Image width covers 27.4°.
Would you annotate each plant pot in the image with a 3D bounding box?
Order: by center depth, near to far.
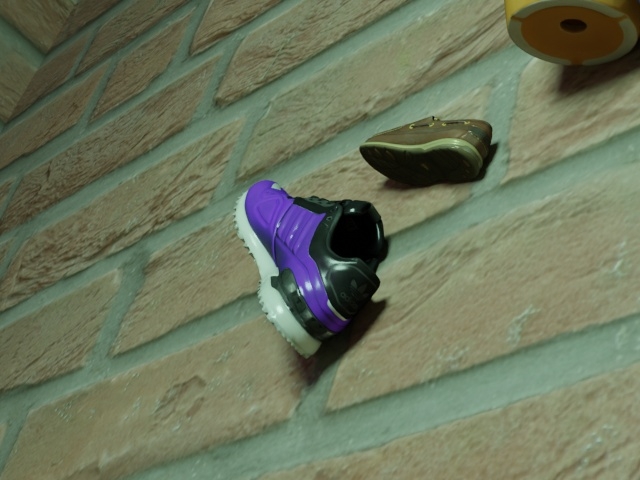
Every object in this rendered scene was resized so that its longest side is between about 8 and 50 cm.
[{"bbox_3d":[0.263,-0.287,1.320,0.205,0.205,0.187,-15,58,49],"label":"plant pot"}]

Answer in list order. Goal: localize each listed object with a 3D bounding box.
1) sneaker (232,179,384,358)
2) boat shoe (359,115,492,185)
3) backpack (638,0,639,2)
[{"bbox_3d":[0.001,0.001,1.434,0.146,0.102,0.293,-39,32,11],"label":"sneaker"},{"bbox_3d":[0.116,-0.101,1.425,0.178,0.064,0.060,3,50,51],"label":"boat shoe"},{"bbox_3d":[0.358,-0.253,1.218,0.101,0.098,0.120,-11,32,46],"label":"backpack"}]
